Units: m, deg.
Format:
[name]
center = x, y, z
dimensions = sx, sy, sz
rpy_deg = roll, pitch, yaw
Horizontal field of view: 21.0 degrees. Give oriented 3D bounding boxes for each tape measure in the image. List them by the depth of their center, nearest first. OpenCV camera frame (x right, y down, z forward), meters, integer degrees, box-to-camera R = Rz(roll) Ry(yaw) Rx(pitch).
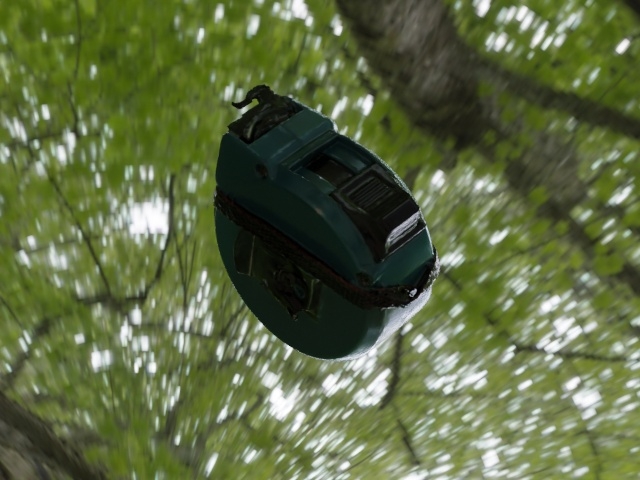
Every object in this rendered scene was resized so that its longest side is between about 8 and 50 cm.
[tape measure]
center = 0.000, 0.000, 0.952
dimensions = 0.146, 0.125, 0.081
rpy_deg = 36, -129, 25
